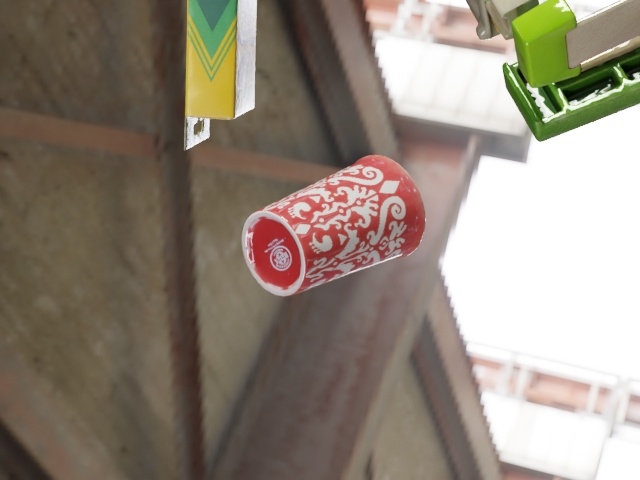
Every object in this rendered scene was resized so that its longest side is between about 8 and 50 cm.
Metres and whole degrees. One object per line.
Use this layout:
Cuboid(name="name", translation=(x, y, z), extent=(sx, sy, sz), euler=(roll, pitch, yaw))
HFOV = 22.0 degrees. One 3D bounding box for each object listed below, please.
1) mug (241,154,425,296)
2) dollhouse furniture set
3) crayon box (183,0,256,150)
Cuboid(name="mug", translation=(0.007, 0.003, 1.697), extent=(0.169, 0.113, 0.150), euler=(-23, -40, -42))
Cuboid(name="dollhouse furniture set", translation=(0.223, -0.286, 1.696), extent=(0.197, 0.151, 0.301), euler=(68, 177, -58))
Cuboid(name="crayon box", translation=(-0.157, -0.312, 2.638), extent=(0.203, 0.083, 0.323), euler=(-55, -32, -78))
